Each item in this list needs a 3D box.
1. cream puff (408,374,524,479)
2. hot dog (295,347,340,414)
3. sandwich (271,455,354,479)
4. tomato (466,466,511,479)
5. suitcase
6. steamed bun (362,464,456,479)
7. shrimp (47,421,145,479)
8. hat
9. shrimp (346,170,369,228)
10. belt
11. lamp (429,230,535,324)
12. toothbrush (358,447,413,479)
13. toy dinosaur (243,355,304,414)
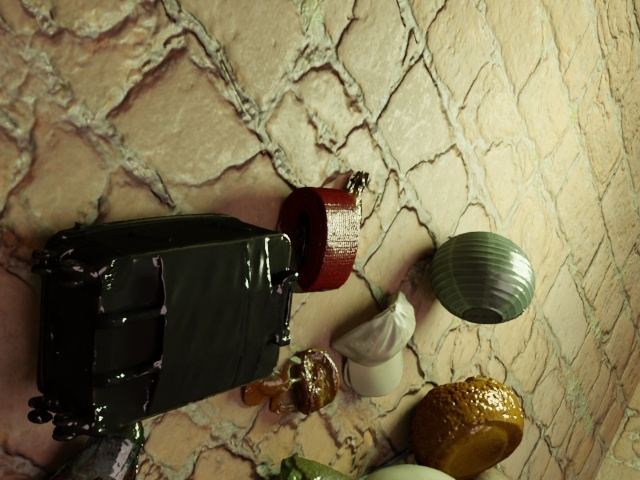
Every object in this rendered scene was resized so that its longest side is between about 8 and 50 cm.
[{"bbox_3d":[0.361,0.462,2.011,0.303,0.212,0.303,-12,130,-15],"label":"cream puff"},{"bbox_3d":[-0.011,0.291,1.630,0.099,0.065,0.147,-17,118,-38],"label":"hot dog"},{"bbox_3d":[-0.037,0.595,1.652,0.250,0.162,0.301,28,99,-20],"label":"sandwich"},{"bbox_3d":[0.397,0.747,2.109,0.317,0.282,0.316,-23,129,-32],"label":"tomato"},{"bbox_3d":[-0.231,0.112,1.192,0.434,0.194,0.283,-9,110,-49],"label":"suitcase"},{"bbox_3d":[0.202,0.666,1.796,0.334,0.334,0.374,-50,173,-26],"label":"steamed bun"},{"bbox_3d":[-0.388,0.416,1.187,0.172,0.137,0.372,32,66,-14],"label":"shrimp"},{"bbox_3d":[0.148,0.243,1.748,0.219,0.164,0.226,-37,108,-35],"label":"hat"},{"bbox_3d":[0.066,-0.055,1.611,0.099,0.041,0.180,17,89,-53],"label":"shrimp"},{"bbox_3d":[0.000,0.000,1.484,0.124,0.128,0.200,-2,104,-49],"label":"belt"},{"bbox_3d":[0.389,0.085,1.896,0.233,0.265,0.233,-166,-90,-88],"label":"lamp"},{"bbox_3d":[0.165,0.562,1.979,0.219,0.016,0.019,-16,117,-47],"label":"toothbrush"},{"bbox_3d":[-0.112,0.270,1.525,0.212,0.057,0.142,15,111,-40],"label":"toy dinosaur"}]
